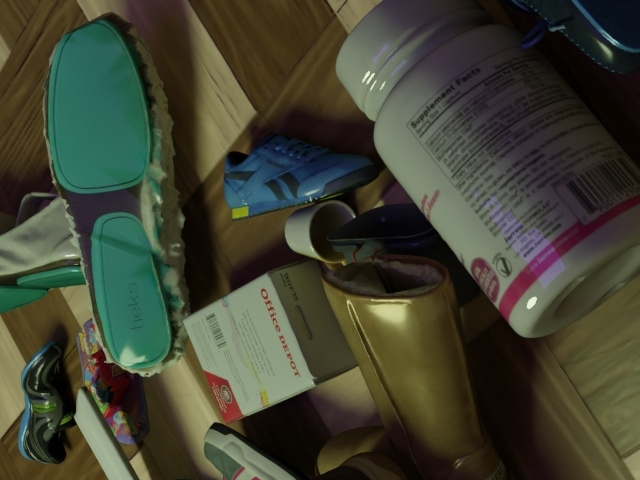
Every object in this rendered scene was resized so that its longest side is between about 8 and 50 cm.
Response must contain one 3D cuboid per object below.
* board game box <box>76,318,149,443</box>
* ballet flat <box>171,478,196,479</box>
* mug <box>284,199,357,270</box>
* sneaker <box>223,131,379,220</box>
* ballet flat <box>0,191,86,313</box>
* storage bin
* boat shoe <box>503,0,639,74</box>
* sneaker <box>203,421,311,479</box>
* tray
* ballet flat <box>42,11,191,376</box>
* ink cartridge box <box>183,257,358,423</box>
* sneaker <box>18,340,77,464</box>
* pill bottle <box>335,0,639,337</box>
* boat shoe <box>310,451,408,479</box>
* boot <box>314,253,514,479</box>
[{"bbox_3d":[-0.278,0.184,1.837,0.133,0.033,0.169,8,109,46],"label":"board game box"},{"bbox_3d":[-0.109,0.343,1.684,0.231,0.077,0.077,7,122,44],"label":"ballet flat"},{"bbox_3d":[-0.003,-0.002,1.452,0.064,0.062,0.078,1,98,55],"label":"mug"},{"bbox_3d":[-0.029,-0.073,1.447,0.209,0.069,0.082,-10,93,49],"label":"sneaker"},{"bbox_3d":[-0.381,0.013,1.836,0.400,0.139,0.139,-16,92,45],"label":"ballet flat"},{"bbox_3d":[0.081,0.024,1.350,0.135,0.098,0.091,-3,111,48],"label":"storage bin"},{"bbox_3d":[0.187,-0.218,1.152,0.258,0.109,0.089,64,148,34],"label":"boat shoe"},{"bbox_3d":[-0.073,0.319,1.527,0.178,0.124,0.295,-56,34,-5],"label":"sneaker"},{"bbox_3d":[-0.233,0.301,1.755,0.270,0.030,0.145,60,170,1],"label":"tray"},{"bbox_3d":[-0.219,-0.053,1.614,0.147,0.147,0.409,9,109,46],"label":"ballet flat"},{"bbox_3d":[-0.054,0.108,1.534,0.175,0.072,0.127,-29,82,48],"label":"ink cartridge box"},{"bbox_3d":[-0.358,0.217,1.925,0.078,0.067,0.188,17,116,19],"label":"sneaker"},{"bbox_3d":[0.145,-0.074,1.186,0.283,0.160,0.160,54,136,20],"label":"pill bottle"},{"bbox_3d":[0.056,0.371,1.311,0.123,0.123,0.342,-16,90,48],"label":"boat shoe"},{"bbox_3d":[0.058,0.133,1.350,0.236,0.089,0.269,1,127,35],"label":"boot"}]
